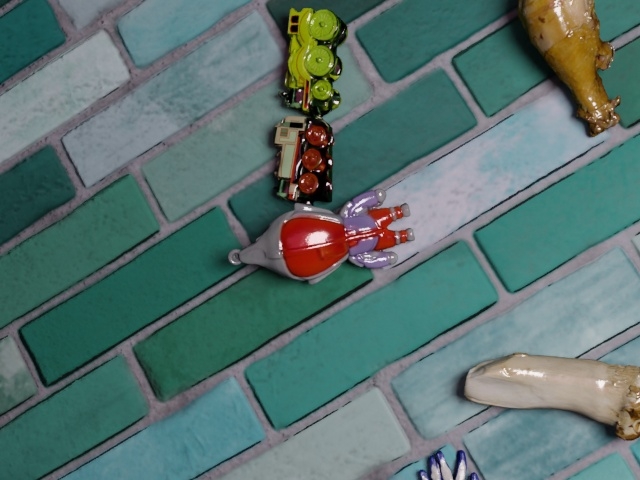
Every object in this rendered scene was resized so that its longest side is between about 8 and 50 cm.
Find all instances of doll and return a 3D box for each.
[{"bbox_3d":[0.000,0.000,0.958,0.227,0.075,0.102,-13,98,0],"label":"doll"}]

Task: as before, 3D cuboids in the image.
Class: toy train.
[{"bbox_3d":[-0.014,-0.165,0.993,0.085,0.053,0.250,4,86,19],"label":"toy train"}]

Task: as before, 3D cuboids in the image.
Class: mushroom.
[{"bbox_3d":[0.270,0.170,0.899,0.209,0.071,0.084,6,117,14],"label":"mushroom"}]

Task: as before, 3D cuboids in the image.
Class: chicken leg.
[{"bbox_3d":[0.295,-0.223,0.928,0.085,0.101,0.208,-24,101,11],"label":"chicken leg"}]

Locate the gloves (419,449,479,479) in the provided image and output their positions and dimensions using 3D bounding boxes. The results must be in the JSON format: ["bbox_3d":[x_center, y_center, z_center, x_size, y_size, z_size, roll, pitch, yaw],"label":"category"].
[{"bbox_3d":[0.155,0.287,0.927,0.064,0.026,0.086,-25,76,6],"label":"gloves"}]
